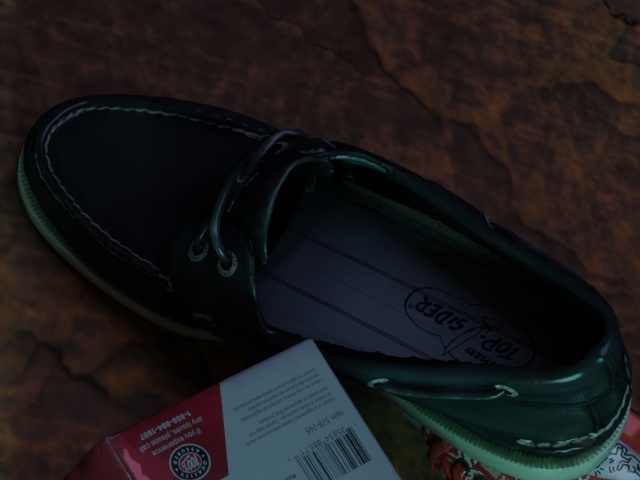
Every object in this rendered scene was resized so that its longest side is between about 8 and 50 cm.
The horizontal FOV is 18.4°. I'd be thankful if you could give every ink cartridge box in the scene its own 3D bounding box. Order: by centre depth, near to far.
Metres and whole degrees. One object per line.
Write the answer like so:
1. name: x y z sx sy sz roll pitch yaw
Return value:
1. ink cartridge box: -0.029 0.163 0.896 0.128 0.127 0.176 -23 75 -40

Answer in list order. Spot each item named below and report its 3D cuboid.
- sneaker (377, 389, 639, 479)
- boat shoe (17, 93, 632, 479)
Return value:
1. sneaker: 0.109 0.148 1.018 0.270 0.090 0.145 29 70 6
2. boat shoe: -0.002 0.004 0.964 0.340 0.113 0.127 31 69 13
